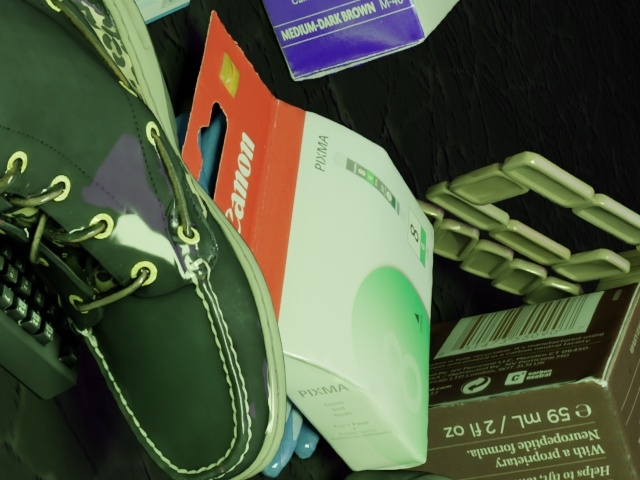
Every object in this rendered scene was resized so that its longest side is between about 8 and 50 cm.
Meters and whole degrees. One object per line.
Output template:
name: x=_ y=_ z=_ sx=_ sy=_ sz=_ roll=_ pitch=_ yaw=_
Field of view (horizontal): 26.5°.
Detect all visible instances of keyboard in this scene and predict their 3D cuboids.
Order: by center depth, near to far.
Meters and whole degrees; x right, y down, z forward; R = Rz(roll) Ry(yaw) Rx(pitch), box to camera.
keyboard: x=-0.151 y=-0.003 z=0.544 sx=0.180 sy=0.023 sz=0.108 roll=50 pitch=36 yaw=-42

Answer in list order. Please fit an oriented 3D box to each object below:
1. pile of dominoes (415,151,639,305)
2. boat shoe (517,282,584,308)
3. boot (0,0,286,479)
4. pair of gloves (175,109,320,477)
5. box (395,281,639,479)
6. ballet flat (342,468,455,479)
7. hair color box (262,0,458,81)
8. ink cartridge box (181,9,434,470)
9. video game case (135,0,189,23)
pile of dominoes: x=0.183 y=0.002 z=0.963 sx=0.251 sy=0.196 sz=0.040 roll=28 pitch=68 yaw=-24
boat shoe: x=0.236 y=0.174 z=1.109 sx=0.285 sy=0.089 sz=0.104 roll=60 pitch=16 yaw=-2
boot: x=-0.109 y=-0.008 z=0.509 sx=0.178 sy=0.085 sz=0.236 roll=-1 pitch=68 yaw=-66
pair of gloves: x=-0.042 y=0.025 z=0.759 sx=0.198 sy=0.023 sz=0.159 roll=61 pitch=27 yaw=-31
box: x=0.156 y=0.161 z=0.927 sx=0.167 sy=0.168 sz=0.203 roll=-44 pitch=117 yaw=-62
ballet flat: x=0.017 y=0.199 z=0.705 sx=0.095 sy=0.096 sz=0.280 roll=68 pitch=26 yaw=-18
hair color box: x=-0.006 y=-0.299 z=0.897 sx=0.339 sy=0.110 sz=0.185 roll=66 pitch=28 yaw=-17
ink cartridge box: x=0.000 y=0.000 z=0.774 sx=0.225 sy=0.056 sz=0.181 roll=56 pitch=30 yaw=-43
video game case: x=-0.079 y=-0.187 z=0.683 sx=0.119 sy=0.015 sz=0.166 roll=-45 pitch=154 yaw=-61
